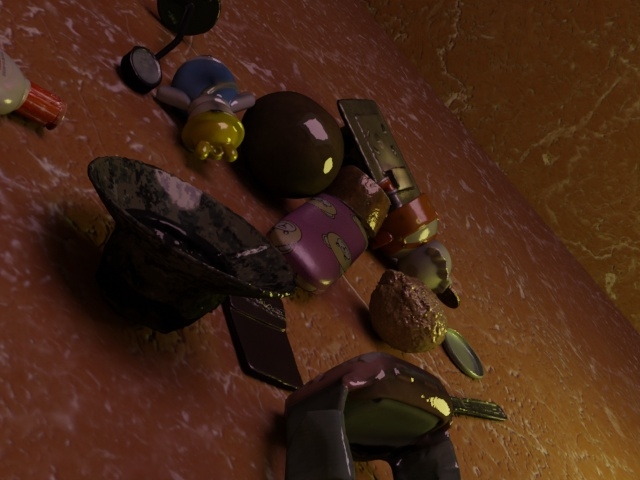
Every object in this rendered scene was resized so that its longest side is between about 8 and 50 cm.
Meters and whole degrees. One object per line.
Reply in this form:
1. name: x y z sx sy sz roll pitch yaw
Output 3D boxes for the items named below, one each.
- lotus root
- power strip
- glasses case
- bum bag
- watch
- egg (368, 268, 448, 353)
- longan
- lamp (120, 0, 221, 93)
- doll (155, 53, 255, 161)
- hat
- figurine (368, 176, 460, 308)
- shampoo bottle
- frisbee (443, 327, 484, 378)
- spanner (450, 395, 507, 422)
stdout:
1. lotus root: 0.064 -0.067 1.672 0.122 0.081 0.112 46 -9 -26
2. power strip: 0.108 -0.166 1.987 0.251 0.092 0.257 60 20 5
3. glasses case: 0.000 0.000 1.488 0.123 0.076 0.316 47 20 1
4. bum bag: -0.072 0.114 1.211 0.109 0.026 0.159 30 28 -43
5. watch: 0.067 0.264 1.063 0.253 0.162 0.241 27 37 -44
6. egg: 0.136 0.115 1.506 0.140 0.118 0.116 43 36 9
7. longan: -0.050 -0.155 1.544 0.167 0.167 0.187 26 27 -47
8. lamp: -0.262 -0.322 1.589 0.130 0.108 0.371 51 32 -29
9. doll: -0.173 -0.202 1.470 0.135 0.099 0.241 32 29 -36
10. hat: -0.165 0.025 1.040 0.265 0.128 0.265 34 12 -8
11. figurine: 0.177 0.005 1.768 0.271 0.143 0.143 45 21 -7
12. shampoo bottle: -0.387 -0.191 1.078 0.221 0.051 0.108 31 26 -41
13. frisbee: 0.256 0.205 1.734 0.110 0.014 0.110 42 21 -20
14. spanner: 0.234 0.272 1.555 0.325 0.026 0.093 20 35 -54
